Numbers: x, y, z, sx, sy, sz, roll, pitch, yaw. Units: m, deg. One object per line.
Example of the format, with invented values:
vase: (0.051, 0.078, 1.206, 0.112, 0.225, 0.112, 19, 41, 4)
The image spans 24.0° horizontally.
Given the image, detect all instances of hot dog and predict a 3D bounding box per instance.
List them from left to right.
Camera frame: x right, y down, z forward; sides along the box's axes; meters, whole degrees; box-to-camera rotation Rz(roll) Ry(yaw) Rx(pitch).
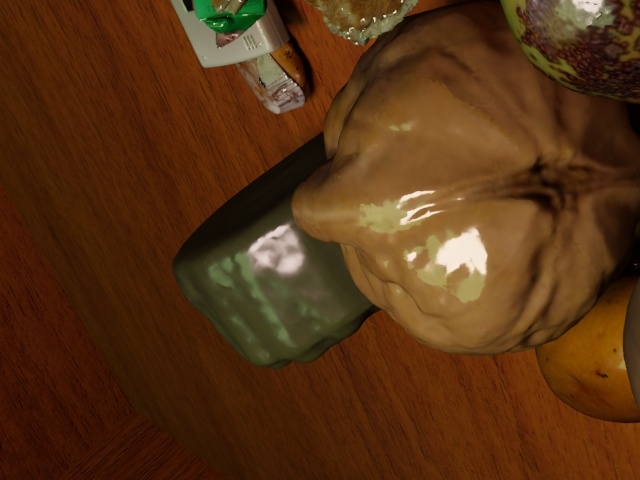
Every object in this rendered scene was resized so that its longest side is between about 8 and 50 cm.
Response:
hot dog: (-0.100, -0.278, 2.000, 0.252, 0.069, 0.131, 54, 168, -7)

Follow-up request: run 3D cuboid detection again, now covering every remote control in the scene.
remote control: (-0.162, -0.381, 1.866, 0.145, 0.050, 0.344, -5, 117, 45)

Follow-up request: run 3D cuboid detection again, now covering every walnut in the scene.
walnut: (0.155, -0.068, 1.538, 0.383, 0.383, 0.383, 40, 158, 20)

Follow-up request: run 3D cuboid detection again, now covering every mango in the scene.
mango: (0.347, 0.116, 1.699, 0.201, 0.152, 0.287, 40, 162, -7)

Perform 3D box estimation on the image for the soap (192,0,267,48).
soap: (-0.113, -0.385, 1.659, 0.273, 0.098, 0.218, 84, 176, -49)

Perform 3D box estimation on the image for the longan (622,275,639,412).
longan: (0.438, 0.094, 1.284, 0.361, 0.361, 0.361, 40, 158, 20)

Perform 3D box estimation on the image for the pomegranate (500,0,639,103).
pomegranate: (0.254, -0.262, 1.067, 0.285, 0.285, 0.340, 40, 156, 20)

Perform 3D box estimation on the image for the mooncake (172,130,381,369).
mooncake: (0.000, 0.000, 1.891, 0.194, 0.356, 0.356, 55, 158, -12)

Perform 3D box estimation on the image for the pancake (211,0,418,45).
pancake: (0.044, -0.289, 1.515, 0.377, 0.197, 0.054, -2, 171, 32)
